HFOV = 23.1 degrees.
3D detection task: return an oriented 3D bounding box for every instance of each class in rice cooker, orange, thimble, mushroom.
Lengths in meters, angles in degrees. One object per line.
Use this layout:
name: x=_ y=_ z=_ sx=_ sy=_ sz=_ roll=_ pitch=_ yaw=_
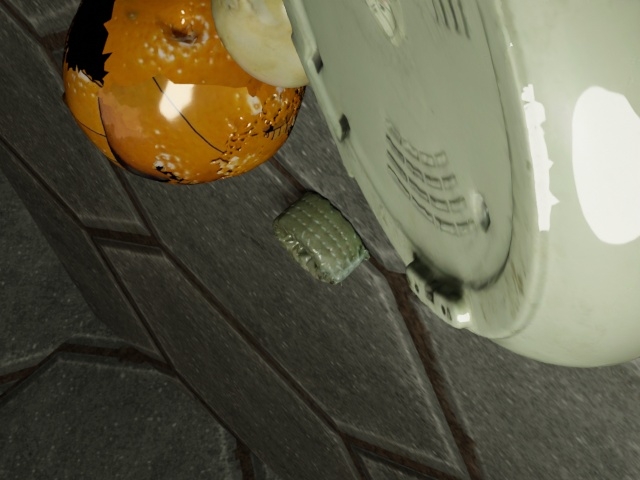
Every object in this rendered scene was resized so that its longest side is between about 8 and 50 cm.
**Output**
rice cooker: x=0.161 y=-0.135 z=0.591 sx=0.335 sy=0.325 sz=0.335 roll=159 pitch=90 yaw=-79
orange: x=-0.126 y=-0.164 z=1.460 sx=0.234 sy=0.234 sz=0.182 roll=49 pitch=164 yaw=3
thimble: x=0.000 y=0.000 z=1.789 sx=0.110 sy=0.062 sz=0.084 roll=45 pitch=164 yaw=16
mushroom: x=-0.021 y=-0.196 z=1.316 sx=0.148 sy=0.112 sz=0.148 roll=5 pitch=130 yaw=6

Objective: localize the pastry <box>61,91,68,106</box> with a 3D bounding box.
pastry: x=-0.179 y=-0.168 z=1.670 sx=0.103 sy=0.189 sz=0.189 roll=56 pitch=164 yaw=-2
